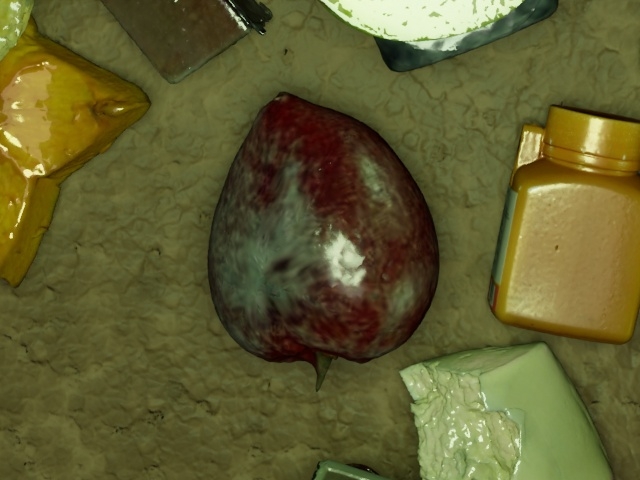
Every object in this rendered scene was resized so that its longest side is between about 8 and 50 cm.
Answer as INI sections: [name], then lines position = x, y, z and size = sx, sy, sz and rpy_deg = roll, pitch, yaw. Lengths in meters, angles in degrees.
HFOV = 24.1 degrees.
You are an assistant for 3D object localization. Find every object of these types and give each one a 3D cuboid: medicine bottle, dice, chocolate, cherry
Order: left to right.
[chocolate]
position = -0.192, -0.297, 1.493
size = 0.112, 0.112, 0.321
rpy_deg = -40, 96, 16
[cherry]
position = 0.000, 0.000, 1.478
size = 0.230, 0.203, 0.300
rpy_deg = -8, 93, 44
[dice]
position = 0.117, -0.273, 1.444
size = 0.181, 0.183, 0.182
rpy_deg = -19, 99, 4
[medicine bottle]
position = 0.260, -0.019, 1.514
size = 0.149, 0.112, 0.222
rpy_deg = 10, 100, 1

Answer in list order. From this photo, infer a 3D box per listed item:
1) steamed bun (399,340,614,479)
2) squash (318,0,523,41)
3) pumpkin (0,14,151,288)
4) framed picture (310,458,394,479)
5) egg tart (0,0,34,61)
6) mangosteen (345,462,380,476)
[steamed bun]
position = 0.179, 0.215, 1.530
size = 0.200, 0.170, 0.225
rpy_deg = -26, 96, 11
[squash]
position = 0.089, -0.302, 1.325
size = 0.252, 0.049, 0.252
rpy_deg = 1, 102, 4
[pumpkin]
position = -0.355, -0.126, 1.531
size = 0.290, 0.095, 0.258
rpy_deg = 37, 96, 3
[framed picture]
position = 0.049, 0.342, 1.379
size = 0.213, 0.289, 0.016
rpy_deg = 16, 137, 13
[egg tart]
position = -0.411, -0.260, 1.475
size = 0.279, 0.095, 0.279
rpy_deg = -2, 77, 11
[mangosteen]
position = 0.017, 0.460, 1.492
size = 0.382, 0.382, 0.435
rpy_deg = -21, 82, 6
